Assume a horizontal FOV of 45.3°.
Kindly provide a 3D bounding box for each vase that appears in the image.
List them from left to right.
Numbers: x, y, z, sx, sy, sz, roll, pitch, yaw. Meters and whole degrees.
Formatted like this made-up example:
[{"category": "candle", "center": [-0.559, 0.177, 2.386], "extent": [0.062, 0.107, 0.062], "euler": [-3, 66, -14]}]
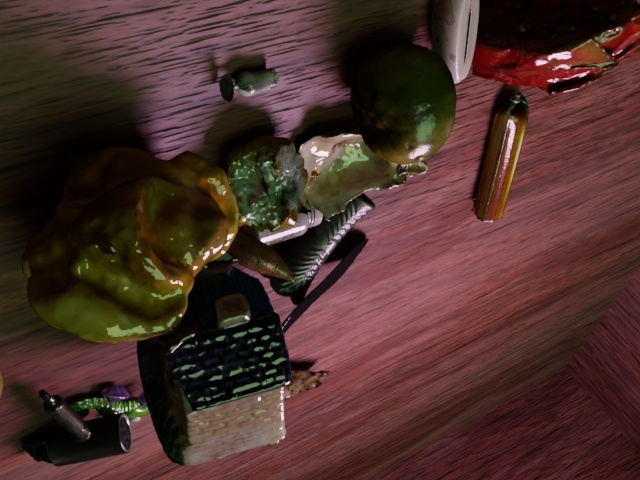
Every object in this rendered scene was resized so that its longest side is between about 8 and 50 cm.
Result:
[{"category": "vase", "center": [0.000, 0.000, 1.442], "extent": [0.237, 0.115, 0.115], "euler": [-48, 149, 12]}]

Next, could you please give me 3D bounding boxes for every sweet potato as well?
[{"category": "sweet potato", "center": [-0.134, 0.006, 1.249], "extent": [0.218, 0.065, 0.051], "euler": [29, 116, -11]}]

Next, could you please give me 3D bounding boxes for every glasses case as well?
[{"category": "glasses case", "center": [0.208, -0.337, 1.196], "extent": [0.051, 0.081, 0.204], "euler": [-23, 141, -15]}]

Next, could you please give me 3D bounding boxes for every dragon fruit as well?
[{"category": "dragon fruit", "center": [0.427, -0.368, 1.322], "extent": [0.330, 0.302, 0.240], "euler": [3, 104, -60]}]

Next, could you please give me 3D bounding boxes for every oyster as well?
[{"category": "oyster", "center": [-0.104, 0.360, 1.866], "extent": [0.294, 0.094, 0.166], "euler": [-20, 166, -46]}, {"category": "oyster", "center": [0.064, -0.136, 1.326], "extent": [0.233, 0.107, 0.161], "euler": [-9, 133, -18]}]

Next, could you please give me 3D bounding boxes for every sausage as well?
[{"category": "sausage", "center": [0.385, -0.180, 1.631], "extent": [0.082, 0.082, 0.371], "euler": [-27, 148, -17]}]

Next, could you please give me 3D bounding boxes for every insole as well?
[{"category": "insole", "center": [0.011, 0.084, 1.517], "extent": [0.348, 0.009, 0.119], "euler": [-43, 167, -47]}]

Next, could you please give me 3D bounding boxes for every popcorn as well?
[{"category": "popcorn", "center": [-0.251, -0.009, 1.022], "extent": [0.297, 0.281, 0.316], "euler": [-37, -169, -11]}]

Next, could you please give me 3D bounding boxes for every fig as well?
[{"category": "fig", "center": [0.134, -0.219, 1.197], "extent": [0.191, 0.181, 0.181], "euler": [-48, 161, -37]}]

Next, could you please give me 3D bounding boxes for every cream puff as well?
[{"category": "cream puff", "center": [-0.096, -0.090, 1.202], "extent": [0.156, 0.156, 0.121], "euler": [-52, -170, 24]}]

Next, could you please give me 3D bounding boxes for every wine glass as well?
[{"category": "wine glass", "center": [-0.099, -0.222, 1.078], "extent": [0.083, 0.039, 0.042], "euler": [-20, 138, -32]}]

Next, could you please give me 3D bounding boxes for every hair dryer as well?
[{"category": "hair dryer", "center": [-0.479, 0.335, 1.401], "extent": [0.196, 0.077, 0.248], "euler": [-12, 140, 1]}]

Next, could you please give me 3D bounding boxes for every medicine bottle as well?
[{"category": "medicine bottle", "center": [-0.070, -0.038, 1.327], "extent": [0.140, 0.079, 0.079], "euler": [-19, 146, -30]}]

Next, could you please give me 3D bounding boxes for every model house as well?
[{"category": "model house", "center": [-0.177, 0.166, 1.288], "extent": [0.244, 0.298, 0.284], "euler": [-9, 137, -20]}]

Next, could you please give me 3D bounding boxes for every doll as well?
[{"category": "doll", "center": [-0.410, 0.328, 1.510], "extent": [0.115, 0.050, 0.190], "euler": [-41, 145, 24]}]

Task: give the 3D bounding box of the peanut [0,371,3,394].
[{"category": "peanut", "center": [-0.553, 0.237, 1.140], "extent": [0.147, 0.147, 0.305], "euler": [-11, 140, -38]}]
